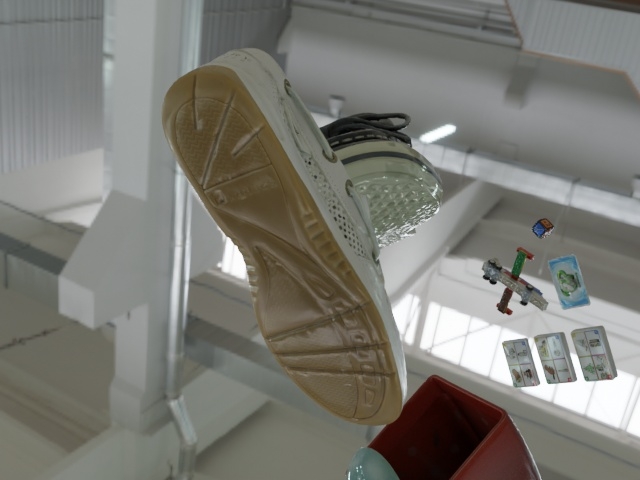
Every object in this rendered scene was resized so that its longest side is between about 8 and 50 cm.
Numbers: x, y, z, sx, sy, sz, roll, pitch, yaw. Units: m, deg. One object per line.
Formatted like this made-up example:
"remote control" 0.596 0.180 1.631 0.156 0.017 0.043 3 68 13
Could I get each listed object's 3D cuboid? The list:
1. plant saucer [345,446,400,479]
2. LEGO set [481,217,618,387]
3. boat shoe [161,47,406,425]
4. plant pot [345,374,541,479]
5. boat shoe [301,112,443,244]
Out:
"plant saucer" 0.082 0.426 1.161 0.037 0.195 0.195 -12 -150 -27
"LEGO set" 0.341 0.094 1.120 0.060 0.244 0.182 -13 175 -39
"boat shoe" 0.000 0.000 0.499 0.098 0.277 0.096 -9 -153 31
"plant pot" 0.254 0.450 1.367 0.236 0.267 0.267 47 169 -18
"boat shoe" 0.028 -0.062 0.830 0.186 0.156 0.500 -20 176 6
